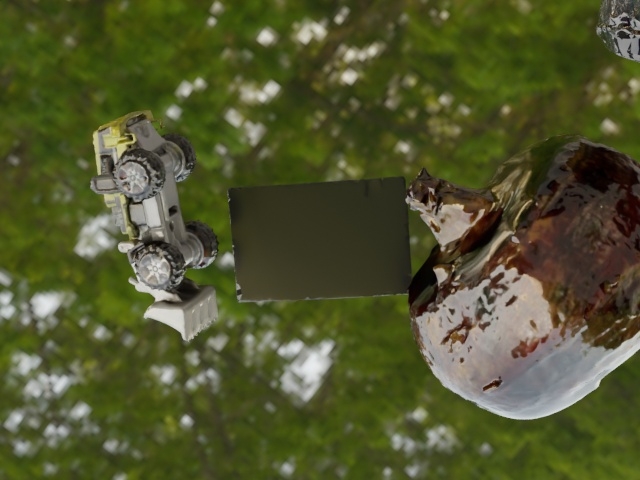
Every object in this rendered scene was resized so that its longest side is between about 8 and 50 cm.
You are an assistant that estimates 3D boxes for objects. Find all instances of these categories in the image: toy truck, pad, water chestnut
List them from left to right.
[{"bbox_3d":[-0.206,-0.019,2.065,0.136,0.111,0.286,-38,-62,-65],"label":"toy truck"},{"bbox_3d":[0.000,0.000,2.257,0.243,0.163,0.004,-3,-170,4],"label":"pad"},{"bbox_3d":[0.225,0.020,1.851,0.302,0.350,0.350,41,-163,-7],"label":"water chestnut"}]

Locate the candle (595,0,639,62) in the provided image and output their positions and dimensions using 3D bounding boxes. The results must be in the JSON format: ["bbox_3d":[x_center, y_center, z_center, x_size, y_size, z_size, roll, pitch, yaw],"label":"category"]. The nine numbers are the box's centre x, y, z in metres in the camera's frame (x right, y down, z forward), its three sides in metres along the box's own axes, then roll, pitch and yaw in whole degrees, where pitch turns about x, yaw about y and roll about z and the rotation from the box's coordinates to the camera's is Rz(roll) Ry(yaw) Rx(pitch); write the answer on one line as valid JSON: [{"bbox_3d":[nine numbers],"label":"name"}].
[{"bbox_3d":[0.441,-0.358,1.865,0.221,0.342,0.221,10,-170,-2],"label":"candle"}]
